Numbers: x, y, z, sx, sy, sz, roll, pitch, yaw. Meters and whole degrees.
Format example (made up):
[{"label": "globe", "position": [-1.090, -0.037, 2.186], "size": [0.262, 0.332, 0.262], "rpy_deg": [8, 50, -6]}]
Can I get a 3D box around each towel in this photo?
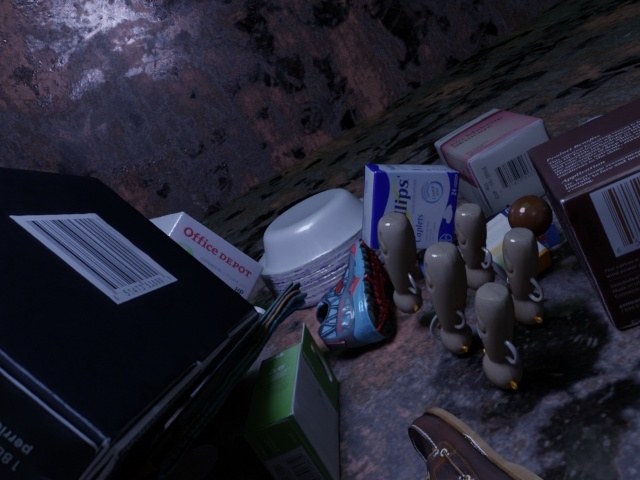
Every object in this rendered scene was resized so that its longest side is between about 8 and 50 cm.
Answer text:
[{"label": "towel", "position": [-0.163, 0.229, 0.819], "size": [0.271, 0.040, 0.370], "rpy_deg": [-50, 0, 35]}]

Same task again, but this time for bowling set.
[{"label": "bowling set", "position": [0.215, 0.048, 0.746], "size": [0.199, 0.154, 0.287], "rpy_deg": [-21, 29, -11]}]

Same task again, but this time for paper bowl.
[{"label": "paper bowl", "position": [0.000, 0.000, 1.227], "size": [0.284, 0.148, 0.284], "rpy_deg": [-27, 15, 8]}]

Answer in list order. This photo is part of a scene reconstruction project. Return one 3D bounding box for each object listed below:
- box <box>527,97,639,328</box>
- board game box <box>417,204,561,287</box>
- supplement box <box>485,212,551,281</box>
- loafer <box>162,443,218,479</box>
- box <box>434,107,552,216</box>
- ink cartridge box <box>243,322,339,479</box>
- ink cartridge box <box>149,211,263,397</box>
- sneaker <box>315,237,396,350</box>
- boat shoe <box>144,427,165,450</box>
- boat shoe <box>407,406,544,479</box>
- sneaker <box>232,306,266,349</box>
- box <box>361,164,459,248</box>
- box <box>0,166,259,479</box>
[{"label": "box", "position": [0.359, -0.042, 0.681], "size": [0.168, 0.167, 0.203], "rpy_deg": [-25, 17, 19]}, {"label": "board game box", "position": [0.253, 0.012, 0.943], "size": [0.201, 0.035, 0.136], "rpy_deg": [-28, 17, 10]}, {"label": "supplement box", "position": [0.262, 0.014, 0.841], "size": [0.062, 0.036, 0.098], "rpy_deg": [-36, 44, -2]}, {"label": "loafer", "position": [-0.195, 0.318, 0.811], "size": [0.125, 0.045, 0.039], "rpy_deg": [-40, 12, -21]}, {"label": "box", "position": [0.327, -0.150, 1.128], "size": [0.148, 0.127, 0.232], "rpy_deg": [-30, 17, 4]}, {"label": "ink cartridge box", "position": [-0.027, 0.202, 0.740], "size": [0.062, 0.109, 0.209], "rpy_deg": [-26, 17, 11]}, {"label": "ink cartridge box", "position": [-0.279, 0.116, 1.119], "size": [0.197, 0.198, 0.270], "rpy_deg": [-6, 53, 55]}, {"label": "sneaker", "position": [0.043, 0.084, 0.978], "size": [0.125, 0.104, 0.262], "rpy_deg": [-28, 16, 16]}, {"label": "boat shoe", "position": [-0.414, 0.343, 0.991], "size": [0.341, 0.123, 0.123], "rpy_deg": [-14, 21, 27]}, {"label": "boat shoe", "position": [0.126, 0.209, 0.514], "size": [0.073, 0.073, 0.207], "rpy_deg": [-33, 16, -15]}, {"label": "sneaker", "position": [-0.158, 0.183, 1.133], "size": [0.158, 0.061, 0.065], "rpy_deg": [-35, 22, 25]}, {"label": "box", "position": [0.139, -0.054, 0.955], "size": [0.137, 0.126, 0.072], "rpy_deg": [-1, 17, -8]}, {"label": "box", "position": [-0.348, 0.194, 0.578], "size": [0.472, 0.297, 0.480], "rpy_deg": [-51, -1, 4]}]
